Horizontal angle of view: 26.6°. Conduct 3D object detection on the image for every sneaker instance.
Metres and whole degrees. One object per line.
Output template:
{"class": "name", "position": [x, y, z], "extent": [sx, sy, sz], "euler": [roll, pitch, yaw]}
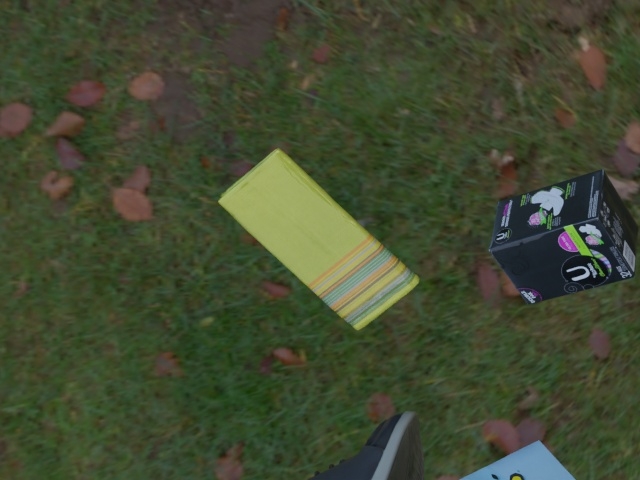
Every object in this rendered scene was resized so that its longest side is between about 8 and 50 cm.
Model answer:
{"class": "sneaker", "position": [0.013, 0.214, 1.164], "extent": [0.118, 0.222, 0.083], "euler": [-1, 113, 22]}

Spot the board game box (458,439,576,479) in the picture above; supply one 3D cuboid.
{"class": "board game box", "position": [0.171, 0.302, 0.943], "extent": [0.275, 0.144, 0.142], "euler": [48, 132, 27]}

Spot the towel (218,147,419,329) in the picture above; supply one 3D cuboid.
{"class": "towel", "position": [0.000, 0.000, 1.552], "extent": [0.102, 0.021, 0.237], "euler": [-39, 111, 22]}

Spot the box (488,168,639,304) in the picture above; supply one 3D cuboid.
{"class": "box", "position": [0.170, -0.001, 0.941], "extent": [0.083, 0.052, 0.062], "euler": [-17, 126, 31]}
